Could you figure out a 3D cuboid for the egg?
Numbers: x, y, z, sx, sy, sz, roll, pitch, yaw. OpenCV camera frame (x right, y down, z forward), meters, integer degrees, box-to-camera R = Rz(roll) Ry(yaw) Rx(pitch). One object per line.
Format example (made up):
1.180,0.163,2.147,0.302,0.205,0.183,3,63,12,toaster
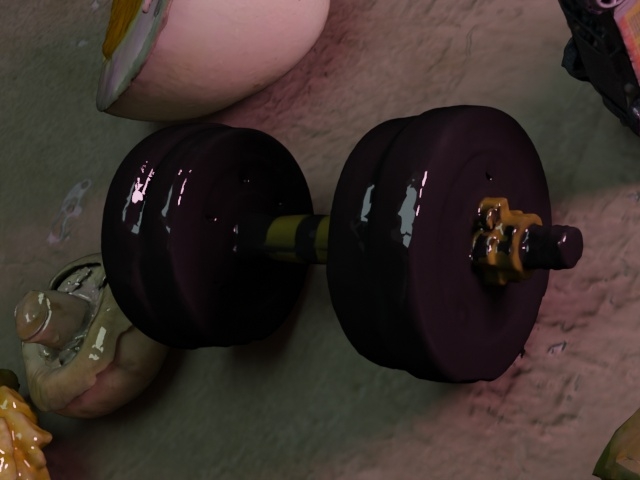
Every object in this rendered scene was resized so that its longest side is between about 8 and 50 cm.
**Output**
-0.101,-0.218,0.951,0.286,0.174,0.264,-23,49,58,egg

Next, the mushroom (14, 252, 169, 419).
-0.203,0.077,0.865,0.154,0.122,0.154,-24,51,33,mushroom

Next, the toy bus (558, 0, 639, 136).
0.195,-0.153,0.608,0.106,0.268,0.092,-39,47,5,toy bus

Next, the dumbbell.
0.000,0.000,0.719,0.388,0.185,0.185,2,64,38,dumbbell

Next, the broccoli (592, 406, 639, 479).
0.202,0.169,0.395,0.321,0.283,0.304,-39,33,-15,broccoli

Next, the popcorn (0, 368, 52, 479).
-0.309,0.178,0.859,0.168,0.174,0.195,-38,40,30,popcorn
